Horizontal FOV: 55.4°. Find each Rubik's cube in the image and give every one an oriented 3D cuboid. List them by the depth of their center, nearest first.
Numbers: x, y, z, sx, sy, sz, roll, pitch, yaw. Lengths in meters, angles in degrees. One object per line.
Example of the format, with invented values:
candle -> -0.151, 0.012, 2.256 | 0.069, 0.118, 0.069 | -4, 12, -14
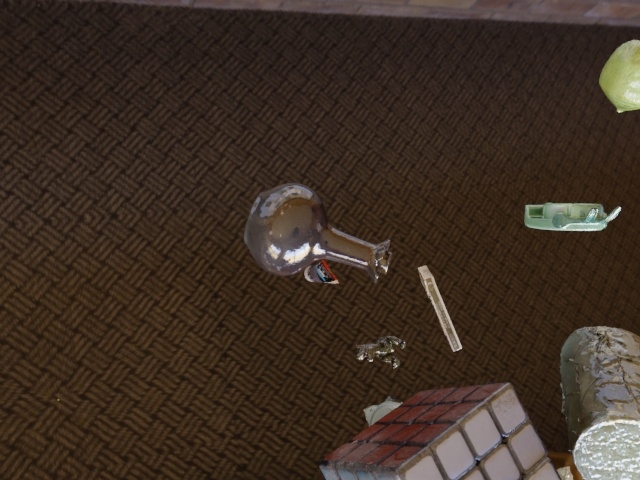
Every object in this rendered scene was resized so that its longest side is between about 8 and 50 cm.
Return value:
Rubik's cube -> 0.262, 0.528, 1.269 | 0.343, 0.344, 0.337 | -25, 85, -28

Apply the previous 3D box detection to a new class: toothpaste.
toothpaste -> 0.004, 0.084, 1.555 | 0.045, 0.193, 0.071 | -36, 94, -15

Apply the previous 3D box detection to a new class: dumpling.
dumpling -> 0.678, 0.671, 1.712 | 0.057, 0.076, 0.052 | -29, 80, -46

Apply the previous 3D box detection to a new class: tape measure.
tape measure -> 0.223, 0.622, 1.780 | 0.084, 0.164, 0.330 | 20, 40, -37

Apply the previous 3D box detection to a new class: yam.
yam -> 0.648, 0.364, 1.334 | 0.241, 0.241, 0.348 | 48, 30, -5

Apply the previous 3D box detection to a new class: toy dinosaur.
toy dinosaur -> 0.143, 0.290, 1.727 | 0.187, 0.179, 0.087 | 21, 90, -53

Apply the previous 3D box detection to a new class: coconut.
coconut -> 0.421, -0.216, 0.816 | 0.087, 0.096, 0.088 | 7, 41, -6

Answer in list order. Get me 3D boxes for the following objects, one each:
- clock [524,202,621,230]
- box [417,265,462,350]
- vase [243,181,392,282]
clock -> 0.391, -0.037, 0.939 | 0.101, 0.135, 0.041 | -1, 94, -21
box -> 0.291, 0.164, 1.499 | 0.029, 0.109, 0.198 | -23, 101, 6
vase -> 0.000, 0.000, 0.764 | 0.182, 0.120, 0.120 | 19, 68, 7
